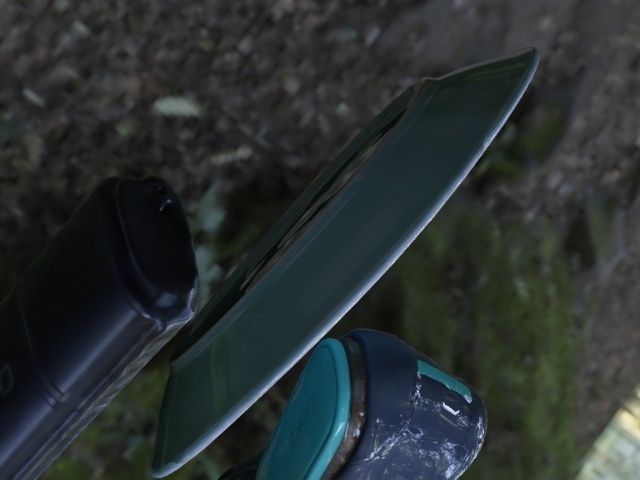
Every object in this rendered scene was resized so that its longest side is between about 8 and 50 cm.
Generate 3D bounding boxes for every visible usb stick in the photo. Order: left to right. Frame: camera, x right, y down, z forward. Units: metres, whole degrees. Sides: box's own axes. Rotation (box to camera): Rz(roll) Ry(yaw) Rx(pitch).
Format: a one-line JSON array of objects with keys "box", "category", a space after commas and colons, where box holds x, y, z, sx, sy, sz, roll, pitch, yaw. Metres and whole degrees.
[{"box": [-0.139, 0.075, 0.797, 0.045, 0.077, 0.278, 8, 140, -39], "category": "usb stick"}]

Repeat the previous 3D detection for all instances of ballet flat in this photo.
[{"box": [-0.003, 0.102, 0.636, 0.074, 0.074, 0.203, -43, 172, -45], "category": "ballet flat"}]

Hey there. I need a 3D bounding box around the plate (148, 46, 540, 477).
[{"box": [0.000, 0.000, 0.591, 0.188, 0.024, 0.188, -47, -175, 5], "category": "plate"}]
